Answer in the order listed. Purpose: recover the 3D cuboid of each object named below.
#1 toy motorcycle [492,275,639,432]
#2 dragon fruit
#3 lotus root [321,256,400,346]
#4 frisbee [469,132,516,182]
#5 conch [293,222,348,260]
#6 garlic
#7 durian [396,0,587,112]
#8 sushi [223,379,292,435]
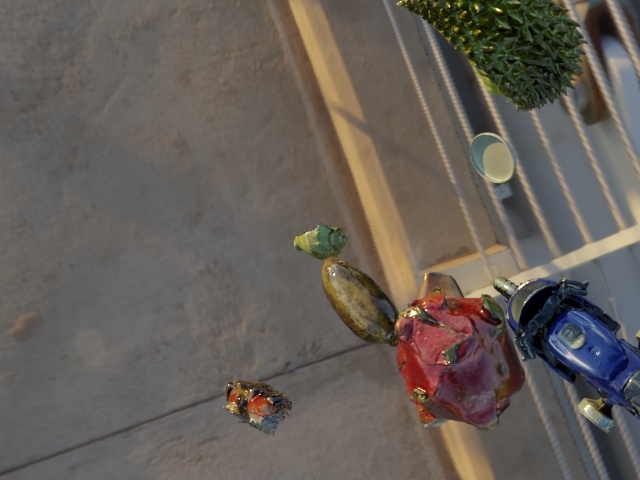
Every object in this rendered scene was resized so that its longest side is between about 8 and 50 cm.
[{"bbox_3d":[0.282,0.120,0.828,0.315,0.169,0.113,40,94,33],"label":"toy motorcycle"},{"bbox_3d":[0.190,0.171,1.201,0.200,0.269,0.198,44,90,10],"label":"dragon fruit"},{"bbox_3d":[0.062,0.099,1.310,0.080,0.089,0.179,-43,71,-3],"label":"lotus root"},{"bbox_3d":[0.346,-0.166,1.664,0.014,0.110,0.110,-33,83,-32],"label":"frisbee"},{"bbox_3d":[0.000,0.000,1.696,0.121,0.089,0.074,-3,42,24],"label":"conch"},{"bbox_3d":[0.233,0.198,1.533,0.143,0.112,0.318,29,43,-29],"label":"garlic"},{"bbox_3d":[0.294,-0.307,1.299,0.169,0.356,0.157,38,98,46],"label":"durian"},{"bbox_3d":[-0.125,0.338,1.698,0.097,0.226,0.103,12,87,-34],"label":"sushi"}]
